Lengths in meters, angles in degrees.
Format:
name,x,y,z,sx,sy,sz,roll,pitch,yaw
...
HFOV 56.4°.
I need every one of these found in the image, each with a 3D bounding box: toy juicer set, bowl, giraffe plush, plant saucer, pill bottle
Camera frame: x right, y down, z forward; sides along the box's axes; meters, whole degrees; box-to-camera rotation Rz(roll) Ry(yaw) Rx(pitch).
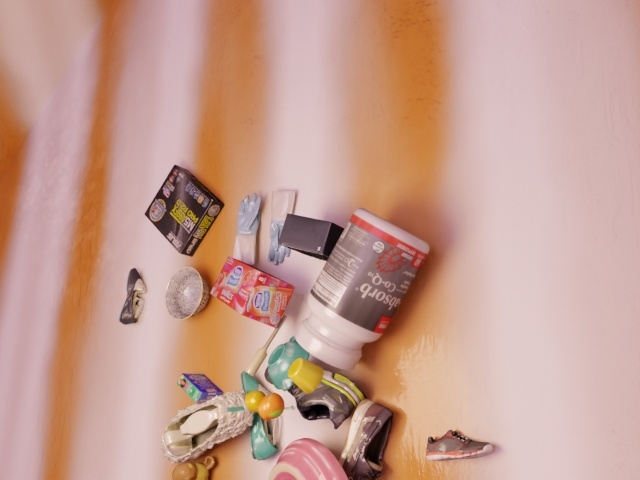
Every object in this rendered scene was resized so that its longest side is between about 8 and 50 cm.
name,x,y,z,sx,sy,sz,roll,pitch,yaw
toy juicer set,-0.103,0.337,1.499,0.209,0.089,0.329,-50,20,2
bowl,-0.409,0.174,1.903,0.170,0.080,0.170,-12,69,33
giraffe plush,-0.357,0.694,1.671,0.182,0.210,0.170,-11,49,0
plant saucer,-0.032,0.643,1.410,0.332,0.084,0.331,8,100,55
pill bottle,0.096,0.121,1.477,0.210,0.210,0.362,32,97,37

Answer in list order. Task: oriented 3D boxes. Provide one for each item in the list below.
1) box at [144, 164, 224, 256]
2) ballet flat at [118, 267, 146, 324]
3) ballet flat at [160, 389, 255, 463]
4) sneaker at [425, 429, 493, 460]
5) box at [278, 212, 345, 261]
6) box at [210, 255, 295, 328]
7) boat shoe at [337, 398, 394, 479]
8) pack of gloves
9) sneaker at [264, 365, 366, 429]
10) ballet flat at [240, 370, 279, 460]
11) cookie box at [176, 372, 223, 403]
name,x,y,z,sx,sy,sz,roll,pitch,yaw
box,-0.470,-0.105,2.043,0.270,0.060,0.216,41,101,37
ballet flat,-0.644,0.196,2.080,0.074,0.074,0.203,-7,66,34
ballet flat,-0.351,0.516,1.652,0.409,0.147,0.146,-36,58,31
sneaker,0.302,0.451,1.327,0.158,0.061,0.064,-17,60,30
box,0.000,0.000,1.614,0.156,0.158,0.093,13,84,37
box,-0.196,0.140,1.678,0.257,0.123,0.128,17,81,61
boat shoe,0.104,0.527,1.420,0.092,0.103,0.285,7,74,42
pack of gloves,-0.165,-0.034,1.828,0.195,0.046,0.231,1,80,24
sneaker,-0.038,0.386,1.529,0.300,0.111,0.121,8,45,38
ballet flat,-0.160,0.474,1.648,0.087,0.083,0.247,-15,66,5
cookie box,-0.359,0.441,1.781,0.107,0.092,0.040,29,97,38
